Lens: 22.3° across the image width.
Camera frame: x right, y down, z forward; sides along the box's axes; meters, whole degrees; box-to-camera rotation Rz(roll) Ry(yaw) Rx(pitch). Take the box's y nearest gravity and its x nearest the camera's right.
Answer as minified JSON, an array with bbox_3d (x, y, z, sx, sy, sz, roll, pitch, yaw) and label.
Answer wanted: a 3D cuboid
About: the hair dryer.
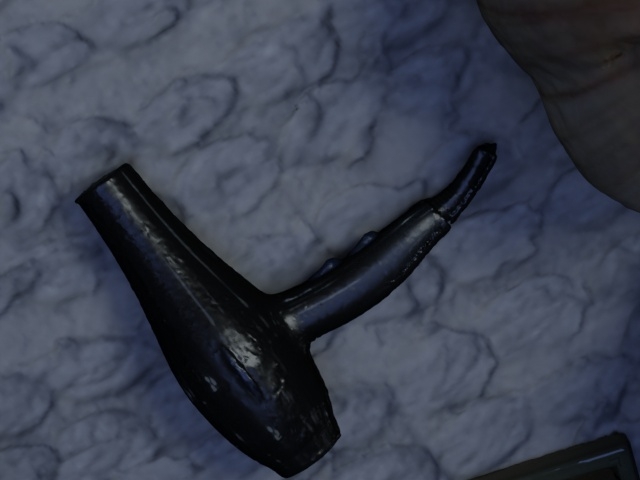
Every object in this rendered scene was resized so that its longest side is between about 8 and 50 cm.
[{"bbox_3d":[0.000,0.000,0.894,0.219,0.075,0.195,-36,97,-2],"label":"hair dryer"}]

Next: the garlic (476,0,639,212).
[{"bbox_3d":[0.213,-0.163,0.765,0.322,0.241,0.322,-8,111,-23],"label":"garlic"}]

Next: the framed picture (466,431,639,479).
[{"bbox_3d":[0.118,0.289,1.006,0.232,0.024,0.315,-17,109,3],"label":"framed picture"}]
